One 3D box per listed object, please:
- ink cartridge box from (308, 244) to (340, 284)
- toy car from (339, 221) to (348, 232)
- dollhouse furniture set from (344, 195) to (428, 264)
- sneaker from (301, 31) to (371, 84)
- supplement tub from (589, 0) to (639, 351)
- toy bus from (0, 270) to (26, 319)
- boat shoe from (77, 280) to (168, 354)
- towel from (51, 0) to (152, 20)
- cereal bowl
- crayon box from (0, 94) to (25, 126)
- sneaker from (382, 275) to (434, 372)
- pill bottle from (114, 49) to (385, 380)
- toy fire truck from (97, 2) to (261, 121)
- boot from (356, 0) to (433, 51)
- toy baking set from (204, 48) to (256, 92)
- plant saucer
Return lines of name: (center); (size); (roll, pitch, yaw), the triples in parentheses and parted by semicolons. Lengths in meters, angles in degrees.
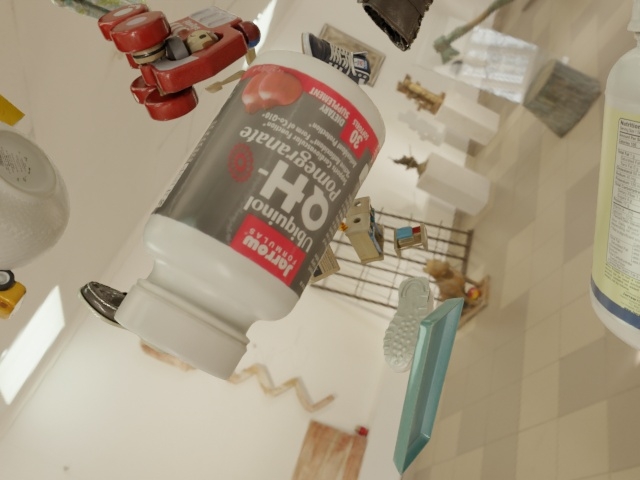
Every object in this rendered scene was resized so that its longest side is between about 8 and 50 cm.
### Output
ink cartridge box: (-0.066, 0.024, 1.333); (0.088, 0.193, 0.234); (-24, -5, -26)
toy car: (0.000, 0.000, 1.138); (0.122, 0.040, 0.060); (-43, 2, -25)
dollhouse furniture set: (0.175, -0.041, 1.410); (0.129, 0.183, 0.129); (-84, -28, -43)
sneaker: (0.053, -0.515, 1.517); (0.282, 0.153, 0.099); (28, -121, -69)
supplement tub: (0.385, -0.064, 0.488); (0.235, 0.235, 0.325); (-76, -19, -68)
toy bus: (-0.778, 0.066, 1.069); (0.108, 0.332, 0.130); (-36, 25, 50)
boat shoe: (-0.369, 0.142, 1.066); (0.068, 0.228, 0.081); (-44, 28, 13)
towel: (-0.643, -0.718, 1.413); (0.090, 0.320, 0.374); (-42, -6, 20)
cereal bowl: (-0.645, -0.118, 1.074); (0.141, 0.339, 0.339); (-30, 17, 17)
crayon box: (-0.930, -0.281, 1.207); (0.106, 0.313, 0.363); (-27, 31, 38)
sneaker: (0.196, 0.185, 1.109); (0.235, 0.090, 0.095); (-62, -39, -41)
pill bottle: (-0.074, -0.025, 0.569); (0.318, 0.176, 0.176); (-61, 4, -14)
toy fire truck: (-0.253, -0.369, 1.010); (0.254, 0.169, 0.302); (-30, 39, -15)
boot: (0.201, -0.471, 1.025); (0.091, 0.263, 0.229); (24, 91, 57)
toy baking set: (-0.263, -0.480, 1.408); (0.256, 0.196, 0.030); (77, -171, -70)
plant saucer: (0.105, 0.147, 0.535); (0.067, 0.018, 0.192); (-27, -48, -46)
